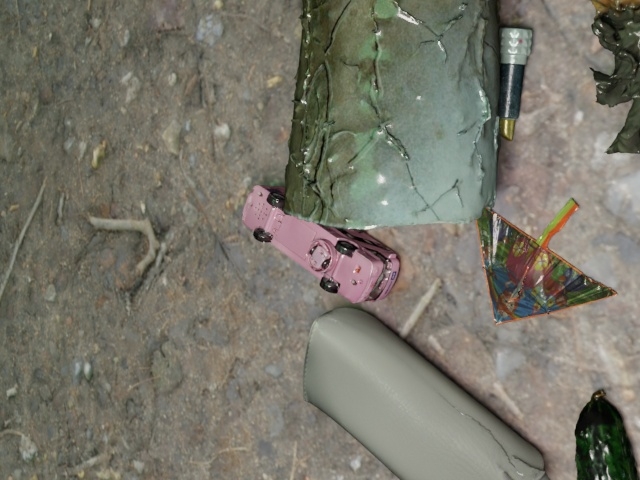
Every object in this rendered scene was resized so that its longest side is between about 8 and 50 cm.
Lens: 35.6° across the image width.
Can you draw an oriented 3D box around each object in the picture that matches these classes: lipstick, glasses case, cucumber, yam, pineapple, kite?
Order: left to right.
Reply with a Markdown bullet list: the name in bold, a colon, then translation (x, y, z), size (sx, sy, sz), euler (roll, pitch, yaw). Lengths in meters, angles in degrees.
- **yam**: translation (0.072, -0.183, 1.011), size (0.241, 0.241, 0.348), euler (3, 90, 38)
- **glasses case**: translation (0.107, 0.201, 1.083), size (0.308, 0.083, 0.128), euler (39, 119, 31)
- **lipstick**: translation (0.197, -0.162, 1.039), size (0.037, 0.037, 0.116), euler (13, 103, 37)
- **kite**: translation (0.220, 0.023, 1.037), size (0.190, 0.010, 0.159), euler (37, 112, 31)
- **cucumber**: translation (0.287, 0.292, 0.953), size (0.067, 0.067, 0.294), euler (-15, 81, 37)
- **pineapple**: translation (0.296, -0.199, 0.909), size (0.128, 0.128, 0.248), euler (1, 95, 38)

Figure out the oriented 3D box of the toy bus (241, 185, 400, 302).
- **toy bus**: translation (0.000, 0.000, 1.159), size (0.203, 0.090, 0.063), euler (35, 112, 33)
